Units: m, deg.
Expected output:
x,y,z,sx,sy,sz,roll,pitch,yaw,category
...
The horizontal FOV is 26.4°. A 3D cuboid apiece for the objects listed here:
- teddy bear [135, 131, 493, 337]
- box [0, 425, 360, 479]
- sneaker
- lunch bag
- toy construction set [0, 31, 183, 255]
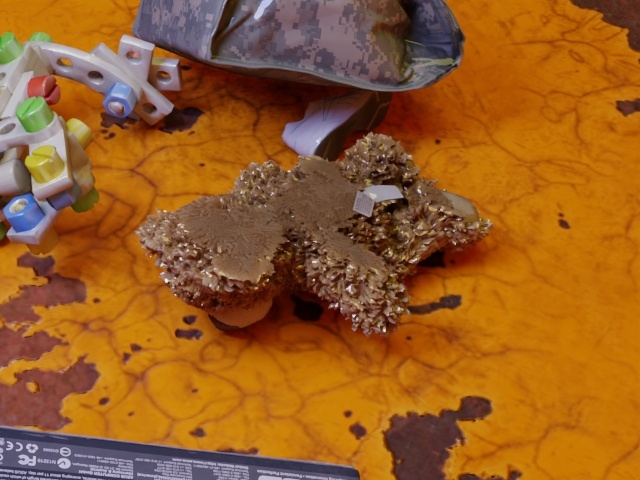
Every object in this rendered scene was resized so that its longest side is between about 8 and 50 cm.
x,y,z,sx,sy,sz,roll,pitch,yaw,category
0.000,0.000,1.255,0.245,0.113,0.338,32,40,19,teddy bear
-0.153,0.268,0.838,0.395,0.097,0.318,9,42,-18,box
0.020,-0.136,1.434,0.061,0.053,0.152,28,47,28,sneaker
-0.016,-0.246,1.415,0.287,0.169,0.235,8,10,-28,lunch bag
-0.269,-0.117,1.313,0.215,0.151,0.327,-8,28,23,toy construction set
